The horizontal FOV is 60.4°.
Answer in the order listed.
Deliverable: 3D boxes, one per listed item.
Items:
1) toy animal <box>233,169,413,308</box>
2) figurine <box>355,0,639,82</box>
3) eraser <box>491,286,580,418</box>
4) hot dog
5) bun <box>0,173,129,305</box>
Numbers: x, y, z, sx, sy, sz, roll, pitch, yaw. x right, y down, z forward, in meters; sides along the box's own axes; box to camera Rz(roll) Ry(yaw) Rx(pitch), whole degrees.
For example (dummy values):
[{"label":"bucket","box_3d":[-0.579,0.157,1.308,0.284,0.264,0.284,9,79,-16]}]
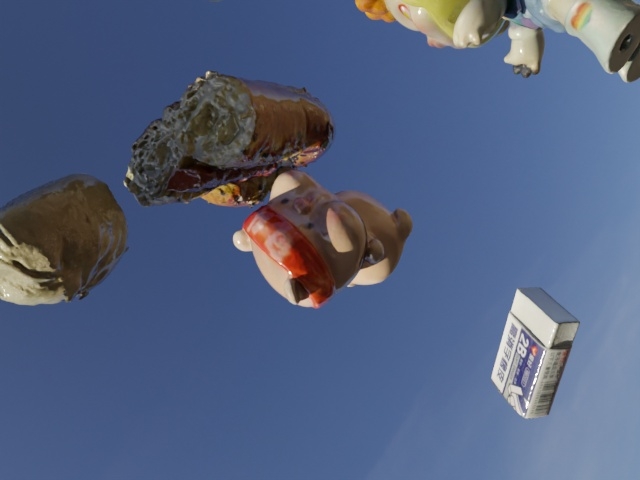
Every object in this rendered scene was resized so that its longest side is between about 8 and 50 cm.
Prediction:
[{"label":"toy animal","box_3d":[0.000,0.000,0.684,0.197,0.171,0.172,-9,-71,-43]},{"label":"figurine","box_3d":[0.203,-0.298,0.616,0.224,0.381,0.205,-17,-43,-52]},{"label":"eraser","box_3d":[0.391,0.206,1.015,0.067,0.124,0.210,-1,-64,-14]},{"label":"hot dog","box_3d":[-0.154,-0.188,1.158,0.365,0.367,0.196,-17,-99,-54]},{"label":"bun","box_3d":[-0.473,0.006,0.987,0.281,0.281,0.205,-40,-67,-29]}]
